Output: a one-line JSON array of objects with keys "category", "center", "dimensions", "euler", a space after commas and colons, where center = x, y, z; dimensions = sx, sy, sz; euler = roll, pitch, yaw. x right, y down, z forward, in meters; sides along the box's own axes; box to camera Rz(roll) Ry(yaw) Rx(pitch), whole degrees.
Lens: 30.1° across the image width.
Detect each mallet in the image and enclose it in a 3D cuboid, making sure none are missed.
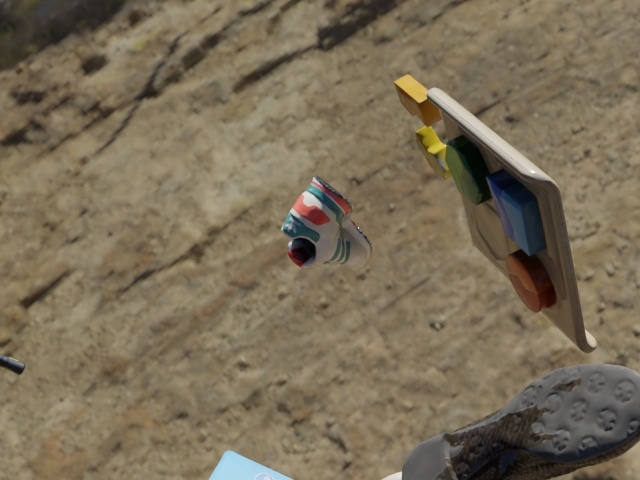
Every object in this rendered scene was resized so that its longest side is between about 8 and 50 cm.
[{"category": "mallet", "center": [-0.404, 0.101, 1.266], "dimensions": [0.062, 0.190, 0.039], "euler": [141, 150, -68]}]

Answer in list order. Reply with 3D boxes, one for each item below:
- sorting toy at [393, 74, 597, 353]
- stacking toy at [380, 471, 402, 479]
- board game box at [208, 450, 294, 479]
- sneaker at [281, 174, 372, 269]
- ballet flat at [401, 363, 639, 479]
[{"category": "sorting toy", "center": [0.159, -0.040, 1.185], "dimensions": [0.041, 0.229, 0.307], "euler": [-29, 37, -7]}, {"category": "stacking toy", "center": [0.069, 0.512, 1.239], "dimensions": [0.351, 0.350, 0.480], "euler": [9, 45, 47]}, {"category": "board game box", "center": [-0.123, 0.333, 0.824], "dimensions": [0.242, 0.064, 0.316], "euler": [-53, -13, -75]}, {"category": "sneaker", "center": [0.000, 0.000, 1.192], "dimensions": [0.057, 0.161, 0.075], "euler": [39, 79, 25]}, {"category": "ballet flat", "center": [0.172, 0.168, 0.976], "dimensions": [0.250, 0.058, 0.084], "euler": [-32, 46, 36]}]
